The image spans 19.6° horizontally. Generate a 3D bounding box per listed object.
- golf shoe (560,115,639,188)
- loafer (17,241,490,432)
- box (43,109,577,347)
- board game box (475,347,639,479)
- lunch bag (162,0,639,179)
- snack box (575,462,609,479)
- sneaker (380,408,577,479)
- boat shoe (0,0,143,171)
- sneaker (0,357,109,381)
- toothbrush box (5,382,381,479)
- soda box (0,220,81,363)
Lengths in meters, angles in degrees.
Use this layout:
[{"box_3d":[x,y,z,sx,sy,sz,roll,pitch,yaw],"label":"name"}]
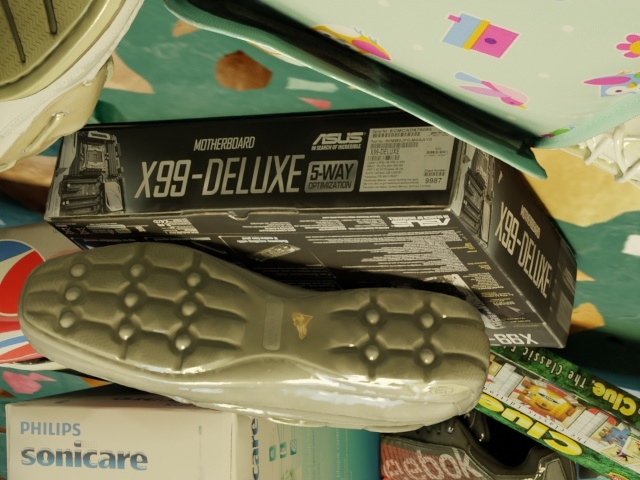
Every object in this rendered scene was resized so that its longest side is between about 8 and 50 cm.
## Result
[{"box_3d":[0.190,-0.065,0.990,0.306,0.140,0.115,5,159,16],"label":"golf shoe"},{"box_3d":[-0.046,0.076,1.260,0.319,0.112,0.111,10,149,0],"label":"loafer"},{"box_3d":[0.000,0.000,1.306,0.307,0.077,0.242,-2,155,26],"label":"box"},{"box_3d":[0.179,0.127,1.505,0.259,0.030,0.136,27,160,3],"label":"board game box"},{"box_3d":[0.053,-0.137,0.842,0.223,0.160,0.262,22,157,-19],"label":"lunch bag"},{"box_3d":[0.412,0.208,1.660,0.322,0.060,0.187,-12,150,42],"label":"snack box"},{"box_3d":[0.123,0.185,1.676,0.276,0.097,0.135,20,124,38],"label":"sneaker"},{"box_3d":[-0.177,-0.116,1.079,0.103,0.113,0.302,-10,167,-44],"label":"boat shoe"},{"box_3d":[-0.211,0.074,1.551,0.271,0.100,0.108,14,162,-12],"label":"sneaker"},{"box_3d":[-0.100,0.185,1.589,0.216,0.126,0.295,-1,-179,24],"label":"toothbrush box"},{"box_3d":[-0.275,0.049,1.366,0.263,0.083,0.092,-10,164,-21],"label":"soda box"}]
